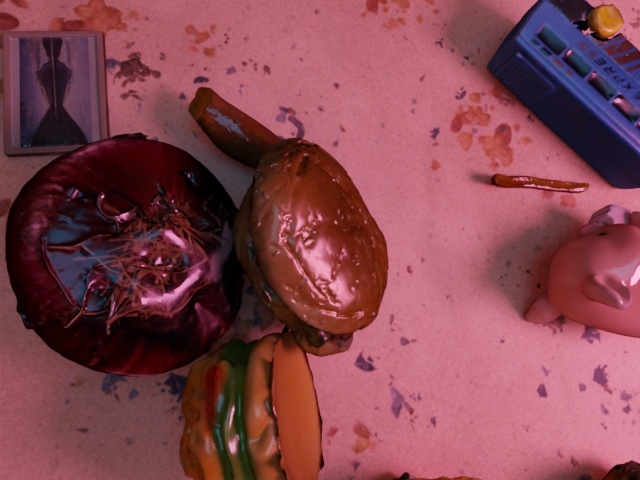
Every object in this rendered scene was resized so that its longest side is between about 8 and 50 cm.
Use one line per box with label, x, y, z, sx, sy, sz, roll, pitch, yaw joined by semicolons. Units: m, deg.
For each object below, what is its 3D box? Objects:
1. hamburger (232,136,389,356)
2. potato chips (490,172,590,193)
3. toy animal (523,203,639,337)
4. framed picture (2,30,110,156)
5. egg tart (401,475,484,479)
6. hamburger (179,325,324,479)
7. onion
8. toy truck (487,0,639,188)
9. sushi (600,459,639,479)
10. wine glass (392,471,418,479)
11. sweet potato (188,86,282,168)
hamburger;0.001;0.000;0.658;0.134;0.265;0.285;-30;109;21
potato chips;0.392;-0.103;0.858;0.203;0.037;0.026;4;89;-15
toy animal;0.499;0.047;0.771;0.256;0.195;0.213;10;71;-6
framed picture;-0.410;-0.231;0.741;0.150;0.015;0.203;-4;81;-11
egg tart;0.174;0.453;0.623;0.293;0.123;0.294;1;100;7
hamburger;-0.092;0.237;0.617;0.148;0.237;0.237;-13;82;8
onion;-0.240;0.016;0.628;0.313;0.232;0.314;11;73;-40
toy truck;0.493;-0.259;0.847;0.385;0.161;0.162;42;87;-2
sushi;0.490;0.461;0.703;0.204;0.213;0.200;43;98;13
wine glass;0.212;0.437;0.711;0.262;0.074;0.074;37;76;-1
sweet potato;-0.103;-0.146;0.753;0.243;0.077;0.077;36;76;-15
